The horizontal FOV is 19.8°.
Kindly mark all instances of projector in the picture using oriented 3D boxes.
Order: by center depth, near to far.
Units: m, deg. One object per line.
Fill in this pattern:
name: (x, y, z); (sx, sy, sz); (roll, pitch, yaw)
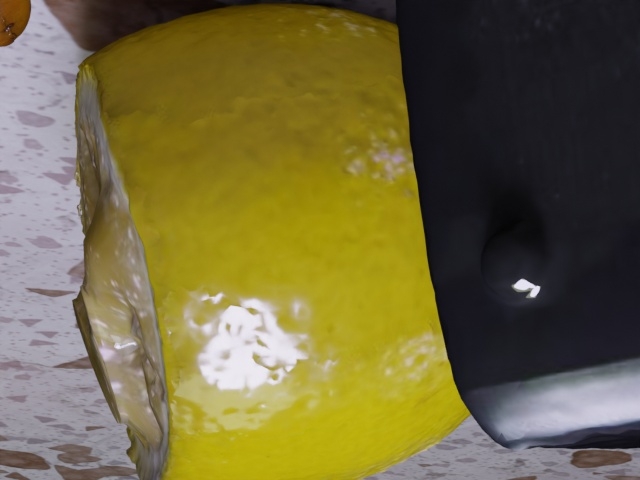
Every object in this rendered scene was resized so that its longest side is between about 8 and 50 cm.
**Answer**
projector: (0.233, -0.143, 0.692); (0.395, 0.405, 0.242); (-15, 166, 41)

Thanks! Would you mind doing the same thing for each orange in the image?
orange: (-0.229, -0.162, 1.210); (0.086, 0.062, 0.086); (14, 152, 8)

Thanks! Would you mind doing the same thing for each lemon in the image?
lemon: (0.000, 0.000, 1.261); (0.364, 0.364, 0.364); (2, 160, 1)
